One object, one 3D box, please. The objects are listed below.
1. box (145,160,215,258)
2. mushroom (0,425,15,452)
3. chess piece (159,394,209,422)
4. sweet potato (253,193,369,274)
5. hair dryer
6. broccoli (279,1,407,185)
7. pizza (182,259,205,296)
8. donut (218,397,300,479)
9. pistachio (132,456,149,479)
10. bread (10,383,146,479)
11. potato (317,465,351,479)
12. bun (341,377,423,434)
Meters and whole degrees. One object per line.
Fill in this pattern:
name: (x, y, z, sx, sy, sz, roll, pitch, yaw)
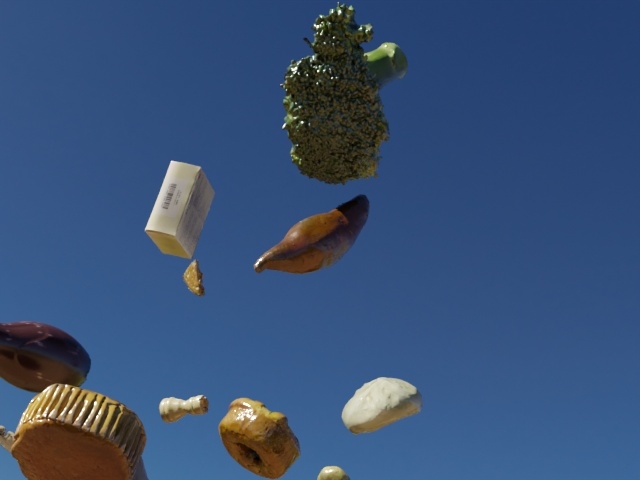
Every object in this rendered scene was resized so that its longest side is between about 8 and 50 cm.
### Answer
box: (-0.375, -0.080, 2.281, 0.095, 0.212, 0.168, 13, -20, 11)
mushroom: (-0.728, 0.473, 1.988, 0.101, 0.019, 0.049, 38, -61, 16)
chess piece: (-0.360, 0.442, 2.242, 0.122, 0.066, 0.066, -15, -37, 20)
sweet potato: (-0.002, 0.003, 1.736, 0.112, 0.359, 0.112, 22, -57, 37)
hair dryer: (-0.621, 0.180, 1.554, 0.340, 0.123, 0.312, 8, -16, 41)
broccoli: (0.066, -0.285, 1.851, 0.274, 0.353, 0.397, 38, 12, 5)
pizza: (-0.263, 0.076, 1.813, 0.025, 0.083, 0.078, -4, -58, -37)
donut: (-0.155, 0.505, 2.151, 0.226, 0.114, 0.227, 25, -37, 21)
pistachio: (-0.573, 0.633, 2.139, 0.281, 0.366, 0.445, 20, -7, -17)
bread: (-0.375, 0.320, 1.307, 0.199, 0.104, 0.199, 4, -57, 6)
potato: (0.037, 0.584, 1.976, 0.091, 0.070, 0.138, 12, -39, 32)
bun: (0.131, 0.351, 1.833, 0.183, 0.102, 0.183, -18, -17, -6)
